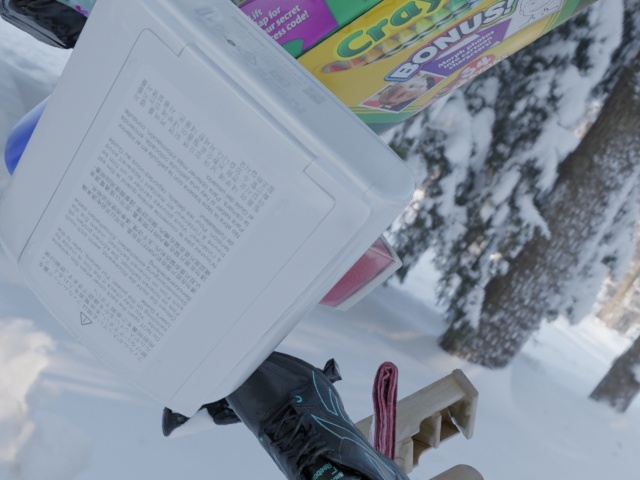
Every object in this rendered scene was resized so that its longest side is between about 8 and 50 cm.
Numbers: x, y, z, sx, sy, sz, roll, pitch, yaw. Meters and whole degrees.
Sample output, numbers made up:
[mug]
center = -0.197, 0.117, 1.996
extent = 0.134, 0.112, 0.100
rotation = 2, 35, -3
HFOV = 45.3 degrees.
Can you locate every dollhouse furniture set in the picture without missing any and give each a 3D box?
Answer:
[dollhouse furniture set]
center = 0.240, 0.466, 1.325
extent = 0.394, 0.256, 0.362
rotation = 55, -17, 37

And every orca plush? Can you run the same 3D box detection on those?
[orca plush]
center = -0.116, 0.216, 1.192
extent = 0.151, 0.287, 0.102
rotation = -20, 93, -79

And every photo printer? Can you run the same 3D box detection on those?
[photo printer]
center = -0.113, -0.017, 0.599
extent = 0.256, 0.307, 0.107
rotation = 42, 33, 4

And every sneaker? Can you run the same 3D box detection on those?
[sneaker]
center = -0.002, 0.208, 0.790
extent = 0.267, 0.101, 0.106
rotation = 40, 2, 10

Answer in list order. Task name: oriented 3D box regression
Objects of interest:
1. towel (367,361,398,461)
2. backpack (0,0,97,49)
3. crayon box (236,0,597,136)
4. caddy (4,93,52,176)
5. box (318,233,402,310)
[towel]
center = 0.064, 0.360, 1.058
extent = 0.037, 0.329, 0.237
rotation = 8, 41, 2
[backpack]
center = -0.239, -0.285, 0.771
extent = 0.115, 0.182, 0.152
rotation = 32, -6, -37
[crayon box]
center = 0.133, -0.272, 0.866
extent = 0.106, 0.363, 0.313
rotation = 64, 18, 14
[caddy]
center = -0.190, -0.104, 0.898
extent = 0.241, 0.179, 0.341
rotation = 61, 26, -11
[box]
center = 0.000, 0.000, 1.114
extent = 0.148, 0.127, 0.232
rotation = 56, 14, 22
